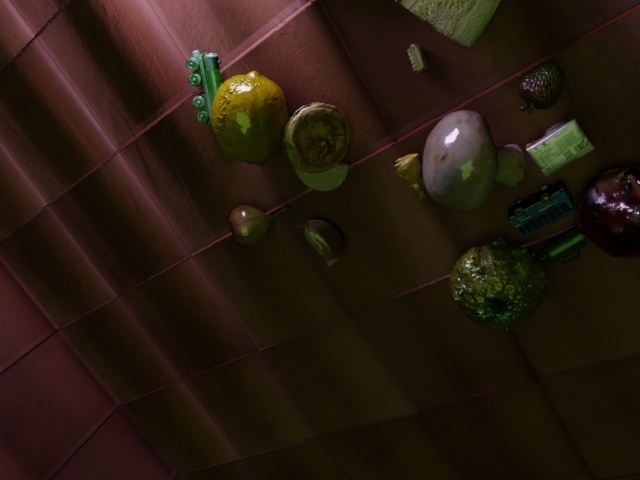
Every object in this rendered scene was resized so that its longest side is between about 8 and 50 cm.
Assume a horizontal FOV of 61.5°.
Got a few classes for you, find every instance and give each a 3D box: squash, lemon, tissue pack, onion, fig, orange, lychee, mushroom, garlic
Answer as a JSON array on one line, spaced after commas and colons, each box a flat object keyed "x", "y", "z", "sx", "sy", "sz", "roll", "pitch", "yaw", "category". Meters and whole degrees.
[{"x": 0.366, "y": -0.665, "z": 1.428, "sx": 0.237, "sy": 0.204, "sz": 0.155, "roll": 37, "pitch": 145, "yaw": 1, "category": "squash"}, {"x": -0.222, "y": -0.382, "z": 1.725, "sx": 0.258, "sy": 0.258, "sz": 0.310, "roll": 9, "pitch": 125, "yaw": 16, "category": "lemon"}, {"x": 0.680, "y": -0.271, "z": 1.532, "sx": 0.149, "sy": 0.099, "sz": 0.106, "roll": -34, "pitch": 98, "yaw": 31, "category": "tissue pack"}, {"x": 0.853, "y": -0.083, "z": 1.482, "sx": 0.272, "sy": 0.195, "sz": 0.271, "roll": -1, "pitch": 88, "yaw": 19, "category": "onion"}, {"x": -0.233, "y": -0.069, "z": 1.950, "sx": 0.231, "sy": 0.143, "sz": 0.160, "roll": -24, "pitch": 74, "yaw": 30, "category": "fig"}, {"x": 0.571, "y": 0.151, "z": 1.715, "sx": 0.301, "sy": 0.223, "sz": 0.300, "roll": -23, "pitch": 110, "yaw": 28, "category": "orange"}, {"x": 0.606, "y": -0.417, "z": 1.483, "sx": 0.114, "sy": 0.114, "sz": 0.146, "roll": 29, "pitch": 101, "yaw": 5, "category": "lychee"}, {"x": 0.445, "y": -0.226, "z": 1.551, "sx": 0.290, "sy": 0.297, "sz": 0.297, "roll": 0, "pitch": 117, "yaw": -3, "category": "mushroom"}, {"x": -0.002, "y": -0.012, "z": 1.900, "sx": 0.198, "sy": 0.128, "sz": 0.090, "roll": 49, "pitch": 137, "yaw": -10, "category": "garlic"}]

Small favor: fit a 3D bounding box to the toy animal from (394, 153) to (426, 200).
[{"x": 0.306, "y": -0.197, "z": 1.733, "sx": 0.083, "sy": 0.070, "sz": 0.159, "roll": -19, "pitch": 112, "yaw": 25, "category": "toy animal"}]

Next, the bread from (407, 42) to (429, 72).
[{"x": 0.287, "y": -0.538, "z": 1.587, "sx": 0.049, "sy": 0.034, "sz": 0.088, "roll": -13, "pitch": 106, "yaw": 41, "category": "bread"}]

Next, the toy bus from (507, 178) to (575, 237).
[{"x": 0.671, "y": -0.097, "z": 1.630, "sx": 0.185, "sy": 0.090, "sz": 0.106, "roll": -33, "pitch": 100, "yaw": 32, "category": "toy bus"}]

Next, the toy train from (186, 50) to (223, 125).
[{"x": -0.375, "y": -0.514, "z": 1.825, "sx": 0.119, "sy": 0.085, "sz": 0.251, "roll": 1, "pitch": 117, "yaw": 14, "category": "toy train"}]

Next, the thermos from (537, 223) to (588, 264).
[{"x": 0.763, "y": 0.011, "z": 1.658, "sx": 0.083, "sy": 0.073, "sz": 0.188, "roll": 47, "pitch": 123, "yaw": -6, "category": "thermos"}]

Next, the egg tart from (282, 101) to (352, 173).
[{"x": -0.015, "y": -0.333, "z": 1.735, "sx": 0.241, "sy": 0.106, "sz": 0.241, "roll": -12, "pitch": 124, "yaw": -19, "category": "egg tart"}]

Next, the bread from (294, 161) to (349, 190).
[{"x": 0.004, "y": -0.224, "z": 1.850, "sx": 0.193, "sy": 0.036, "sz": 0.112, "roll": 8, "pitch": 122, "yaw": 13, "category": "bread"}]
